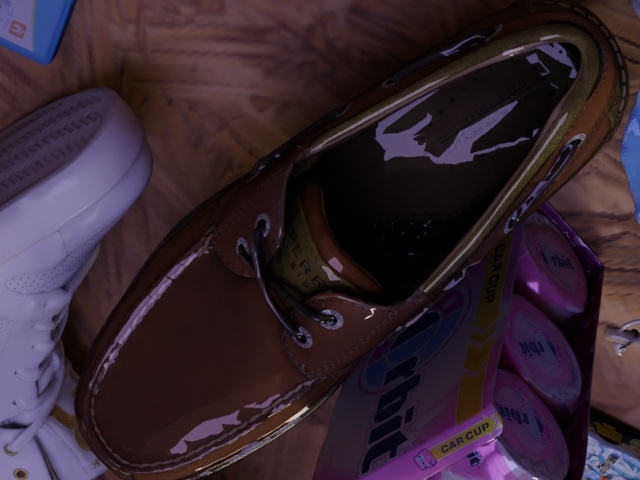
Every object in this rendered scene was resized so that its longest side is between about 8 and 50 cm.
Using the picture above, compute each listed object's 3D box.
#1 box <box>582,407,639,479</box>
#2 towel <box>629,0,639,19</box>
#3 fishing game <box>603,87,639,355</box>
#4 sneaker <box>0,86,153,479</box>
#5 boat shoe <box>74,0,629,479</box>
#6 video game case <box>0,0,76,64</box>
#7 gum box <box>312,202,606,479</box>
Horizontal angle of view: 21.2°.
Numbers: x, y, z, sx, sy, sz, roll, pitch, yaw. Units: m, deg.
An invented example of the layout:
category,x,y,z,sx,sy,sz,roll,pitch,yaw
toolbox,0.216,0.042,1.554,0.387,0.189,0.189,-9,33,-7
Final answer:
category,x,y,z,sx,sy,sz,roll,pitch,yaw
box,0.136,0.135,0.914,0.137,0.027,0.094,27,123,-5
towel,0.200,-0.179,0.695,0.209,0.034,0.285,-18,117,23
fishing game,0.227,-0.041,0.740,0.189,0.041,0.264,10,127,9
sneaker,-0.147,0.045,0.882,0.292,0.108,0.169,-30,113,38
boat shoe,0.000,0.000,0.755,0.307,0.104,0.110,-43,86,9
video game case,-0.185,-0.165,0.802,0.166,0.015,0.119,25,124,-4
gum box,0.065,0.068,0.790,0.107,0.188,0.062,-35,109,30
